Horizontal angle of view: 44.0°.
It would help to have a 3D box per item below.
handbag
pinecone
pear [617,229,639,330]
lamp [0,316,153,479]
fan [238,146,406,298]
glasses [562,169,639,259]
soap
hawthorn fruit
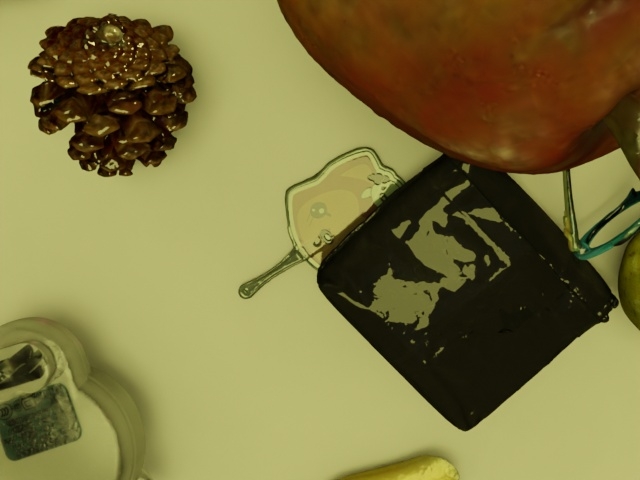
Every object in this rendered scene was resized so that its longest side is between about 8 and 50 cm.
[{"bbox_3d":[0.148,0.051,0.809,0.223,0.080,0.247,-43,97,10],"label":"handbag"},{"bbox_3d":[-0.199,-0.138,0.773,0.173,0.173,0.174,1,101,5],"label":"pinecone"},{"bbox_3d":[0.343,0.037,0.773,0.141,0.104,0.141,-16,117,-33],"label":"pear"},{"bbox_3d":[-0.287,0.198,0.864,0.179,0.108,0.246,-19,97,4],"label":"lamp"},{"bbox_3d":[0.000,0.000,0.851,0.220,0.009,0.132,-34,96,10],"label":"fan"},{"bbox_3d":[0.291,-0.112,0.771,0.239,0.102,0.207,-46,58,11],"label":"glasses"},{"bbox_3d":[0.079,0.295,0.890,0.168,0.033,0.089,-19,101,8],"label":"soap"},{"bbox_3d":[0.160,-0.217,0.590,0.402,0.403,0.403,1,101,5],"label":"hawthorn fruit"}]
